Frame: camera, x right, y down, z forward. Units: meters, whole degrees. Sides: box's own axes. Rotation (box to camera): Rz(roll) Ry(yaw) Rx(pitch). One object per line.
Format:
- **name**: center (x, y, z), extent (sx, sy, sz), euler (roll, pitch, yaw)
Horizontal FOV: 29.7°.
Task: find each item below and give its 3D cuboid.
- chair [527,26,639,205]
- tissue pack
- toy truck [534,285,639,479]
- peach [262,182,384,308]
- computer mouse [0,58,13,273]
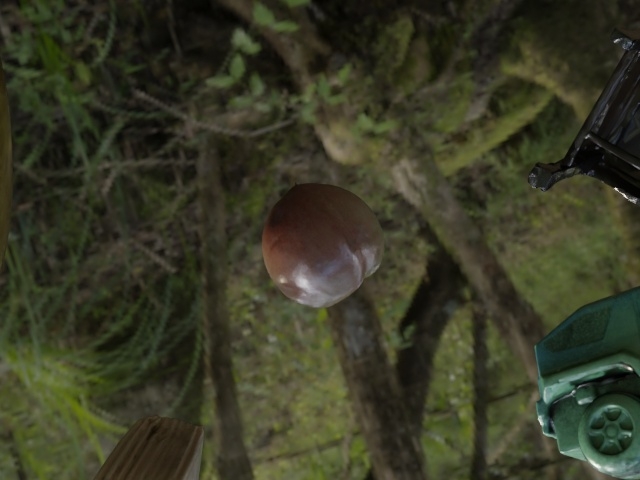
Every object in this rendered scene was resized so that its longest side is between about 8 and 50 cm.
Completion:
- **chair**: center (0.234, -0.073, 0.736), extent (0.229, 0.106, 0.113), euler (-19, 140, -57)
- **tissue pack**: center (-0.150, 0.309, 0.894), extent (0.071, 0.326, 0.170), euler (11, -165, 6)
- **toy truck**: center (0.323, 0.111, 0.997), extent (0.278, 0.156, 0.155), euler (-24, 150, 33)
- **peach**: center (-0.001, 0.002, 0.797), extent (0.083, 0.083, 0.083), euler (-19, 177, -1)
- **computer mouse**: center (-0.177, 0.008, 0.529), extent (0.056, 0.245, 0.126), euler (14, -154, 2)
